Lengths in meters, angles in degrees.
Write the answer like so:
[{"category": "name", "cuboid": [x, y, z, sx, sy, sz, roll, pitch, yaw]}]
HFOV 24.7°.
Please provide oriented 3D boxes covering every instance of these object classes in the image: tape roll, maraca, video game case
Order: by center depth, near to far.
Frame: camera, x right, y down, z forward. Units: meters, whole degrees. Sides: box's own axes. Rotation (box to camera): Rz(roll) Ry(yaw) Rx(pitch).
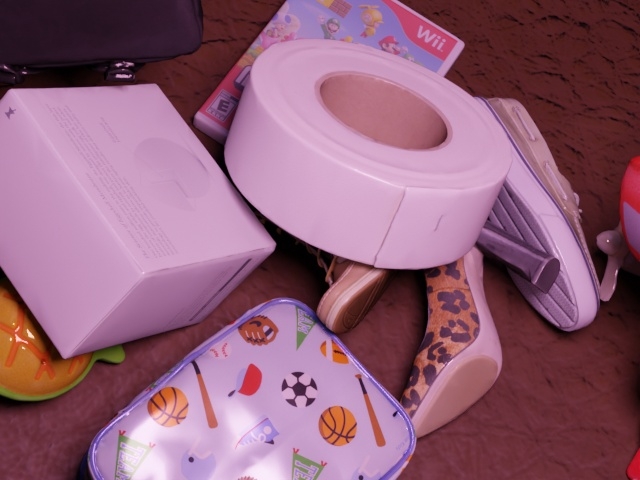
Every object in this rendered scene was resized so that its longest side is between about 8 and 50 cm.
[{"category": "maraca", "cuboid": [-0.266, 0.089, 1.437, 0.185, 0.099, 0.127, -18, 87, -43]}, {"category": "tape roll", "cuboid": [0.049, -0.093, 1.498, 0.286, 0.100, 0.286, 16, 32, -10]}, {"category": "video game case", "cuboid": [0.014, -0.180, 1.676, 0.204, 0.025, 0.285, 32, 61, 4]}]

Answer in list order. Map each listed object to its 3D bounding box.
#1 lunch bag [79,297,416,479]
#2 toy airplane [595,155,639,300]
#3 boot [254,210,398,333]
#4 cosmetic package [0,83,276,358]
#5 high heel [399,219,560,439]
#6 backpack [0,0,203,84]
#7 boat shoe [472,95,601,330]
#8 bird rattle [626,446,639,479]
[{"category": "lunch bag", "cuboid": [-0.069, 0.220, 1.409, 0.303, 0.115, 0.243, -38, 83, -25]}, {"category": "toy airplane", "cuboid": [0.447, 0.071, 1.493, 0.384, 0.386, 0.272, 42, 98, 9]}, {"category": "boot", "cuboid": [0.000, 0.000, 1.498, 0.165, 0.077, 0.213, 33, 33, 6]}, {"category": "cosmetic package", "cuboid": [-0.204, -0.026, 1.428, 0.224, 0.138, 0.224, 53, 27, 15]}, {"category": "high heel", "cuboid": [0.113, 0.084, 1.561, 0.186, 0.093, 0.261, 31, 79, 39]}, {"category": "backpack", "cuboid": [-0.250, -0.332, 1.537, 0.290, 0.273, 0.355, -1, 20, 5]}, {"category": "boat shoe", "cuboid": [0.239, -0.043, 1.616, 0.094, 0.109, 0.302, -15, 66, -24]}, {"category": "bird rattle", "cuboid": [0.464, 0.236, 1.548, 0.253, 0.143, 0.207, 26, 49, 15]}]
